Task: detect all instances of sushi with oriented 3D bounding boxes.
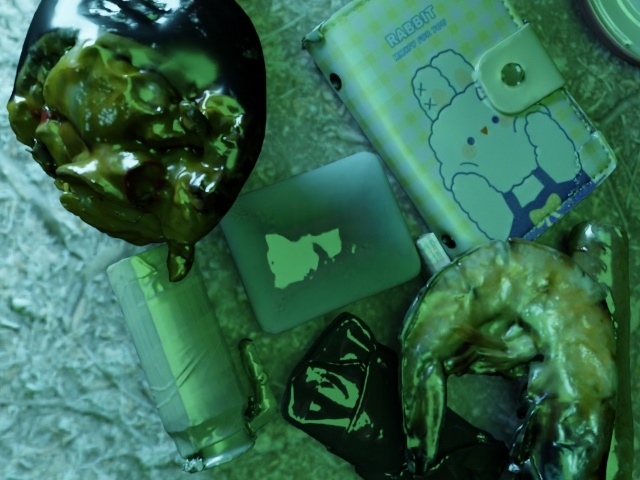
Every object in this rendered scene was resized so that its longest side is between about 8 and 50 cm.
[{"bbox_3d":[-0.144,-0.098,0.555,0.213,0.200,0.204,17,53,2],"label":"sushi"}]

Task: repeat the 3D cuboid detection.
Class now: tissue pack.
[{"bbox_3d":[0.127,0.044,0.697,0.023,0.056,0.108,-33,90,-10],"label":"tissue pack"}]

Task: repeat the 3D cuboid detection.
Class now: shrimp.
[{"bbox_3d":[0.167,0.176,0.637,0.233,0.071,0.365,13,82,-12],"label":"shrimp"}]

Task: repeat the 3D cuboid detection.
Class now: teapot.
[{"bbox_3d":[-0.112,0.101,0.627,0.107,0.077,0.200,-19,87,-34],"label":"teapot"}]

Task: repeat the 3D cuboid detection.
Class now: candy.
[{"bbox_3d":[0.000,0.000,0.664,0.174,0.071,0.138,-21,86,-16],"label":"candy"}]

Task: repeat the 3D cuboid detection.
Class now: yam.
[{"bbox_3d":[0.292,0.139,0.717,0.071,0.067,0.318,1,81,22],"label":"yam"}]

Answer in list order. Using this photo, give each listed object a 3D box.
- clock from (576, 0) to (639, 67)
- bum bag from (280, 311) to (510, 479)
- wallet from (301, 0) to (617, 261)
[{"bbox_3d":[0.410,-0.316,0.810,0.244,0.056,0.244,2,82,-13],"label":"clock"},{"bbox_3d":[0.078,0.185,0.665,0.248,0.060,0.123,38,73,-8],"label":"bum bag"},{"bbox_3d":[0.150,-0.137,0.715,0.223,0.077,0.309,-36,94,-13],"label":"wallet"}]
